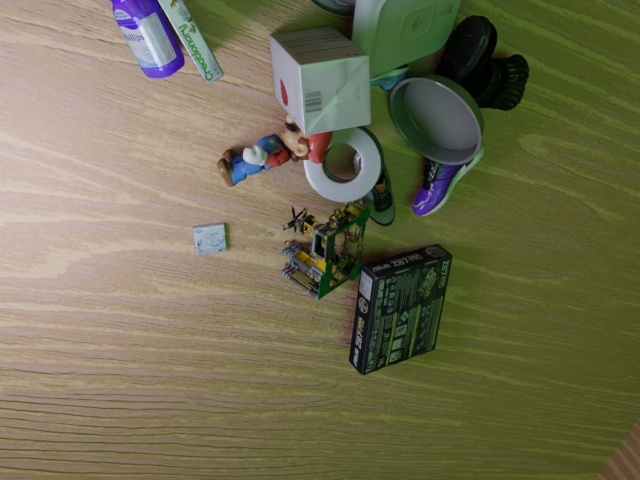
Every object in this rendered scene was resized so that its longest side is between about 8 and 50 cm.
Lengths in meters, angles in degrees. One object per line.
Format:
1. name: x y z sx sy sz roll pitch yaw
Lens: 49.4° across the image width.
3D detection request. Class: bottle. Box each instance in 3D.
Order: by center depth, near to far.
1. bottle: -0.423 -0.522 1.632 0.092 0.118 0.282 -47 132 -30

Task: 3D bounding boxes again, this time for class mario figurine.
1. mario figurine: -0.122 -0.268 1.844 0.321 0.198 0.170 -20 147 10

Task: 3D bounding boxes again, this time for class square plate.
1. square plate: 0.232 -0.560 1.752 0.344 0.049 0.347 -25 153 -18

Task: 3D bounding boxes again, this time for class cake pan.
1. cake pan: 0.326 -0.339 1.929 0.054 0.293 0.293 -49 130 -27

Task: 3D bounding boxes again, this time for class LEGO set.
1. LEGO set: 0.000 0.000 2.087 0.255 0.192 0.331 -37 145 -30

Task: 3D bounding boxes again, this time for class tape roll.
1. tape roll: 0.065 -0.220 1.947 0.219 0.072 0.219 3 105 11

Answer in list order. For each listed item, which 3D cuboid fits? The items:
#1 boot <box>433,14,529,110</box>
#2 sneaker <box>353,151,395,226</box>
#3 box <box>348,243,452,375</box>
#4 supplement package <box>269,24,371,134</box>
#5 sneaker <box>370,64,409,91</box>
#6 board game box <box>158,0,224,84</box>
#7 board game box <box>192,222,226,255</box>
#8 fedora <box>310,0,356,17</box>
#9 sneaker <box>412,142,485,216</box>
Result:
1. boot: 0.466 -0.479 1.903 0.260 0.131 0.348 -4 158 -14
2. sneaker: 0.167 -0.147 2.070 0.100 0.108 0.271 -25 126 -6
3. box: 0.262 0.228 2.291 0.318 0.097 0.394 -13 124 -27
4. supplement package: -0.006 -0.407 1.740 0.175 0.293 0.177 -12 122 -13
5. sneaker: 0.171 -0.438 1.924 0.162 0.063 0.073 -15 128 -9
6. board game box: -0.331 -0.528 1.615 0.053 0.193 0.305 -29 124 -1
7. board game box: -0.324 -0.004 2.035 0.090 0.020 0.090 -8 122 -14
8. fedora: 0.072 -0.663 1.683 0.275 0.124 0.243 23 109 -16
9. sneaker: 0.352 -0.216 2.105 0.146 0.102 0.293 33 100 -27
